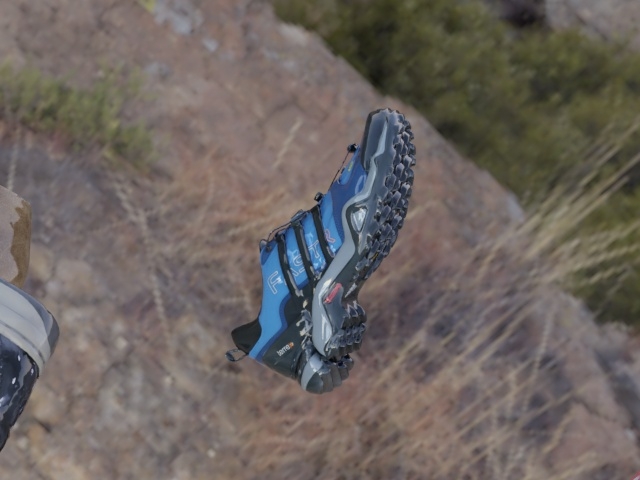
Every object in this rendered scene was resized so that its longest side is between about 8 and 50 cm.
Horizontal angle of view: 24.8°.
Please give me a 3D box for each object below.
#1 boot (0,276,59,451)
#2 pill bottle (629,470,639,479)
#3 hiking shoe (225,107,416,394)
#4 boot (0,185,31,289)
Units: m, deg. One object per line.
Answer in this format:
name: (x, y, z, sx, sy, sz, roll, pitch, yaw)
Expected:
boot: (-0.237, 0.067, 0.578, 0.236, 0.085, 0.178, 24, 59, -17)
pill bottle: (0.175, 0.196, 0.558, 0.229, 0.407, 0.229, 36, 24, -18)
hiking shoe: (0.000, 0.000, 1.488, 0.132, 0.304, 0.113, 20, 0, 18)
boot: (-0.356, -0.017, 1.172, 0.305, 0.112, 0.115, 22, 82, -53)
